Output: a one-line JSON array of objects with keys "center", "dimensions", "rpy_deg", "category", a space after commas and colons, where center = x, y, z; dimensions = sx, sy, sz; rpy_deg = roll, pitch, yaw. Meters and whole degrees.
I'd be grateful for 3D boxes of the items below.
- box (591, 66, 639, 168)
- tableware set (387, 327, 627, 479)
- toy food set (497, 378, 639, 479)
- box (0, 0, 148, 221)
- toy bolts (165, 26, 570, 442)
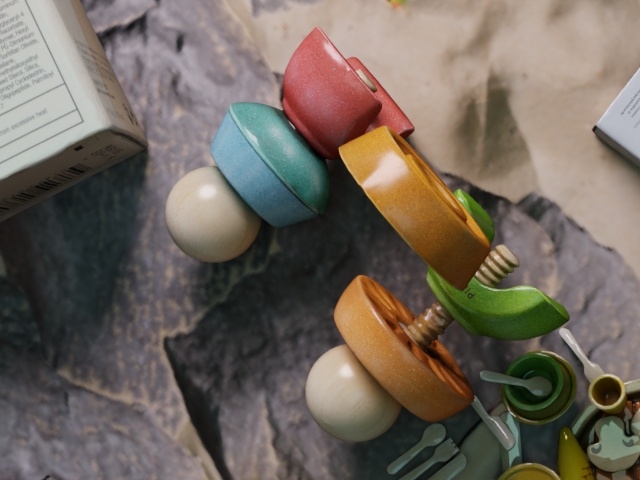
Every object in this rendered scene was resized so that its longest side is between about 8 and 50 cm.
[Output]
[{"center": [0.283, -0.069, 1.008], "dimensions": [0.186, 0.038, 0.145], "rpy_deg": [39, 92, 5], "category": "box"}, {"center": [0.117, 0.128, 1.002], "dimensions": [0.154, 0.024, 0.104], "rpy_deg": [-38, 58, 3], "category": "tableware set"}, {"center": [0.206, 0.150, 1.006], "dimensions": [0.192, 0.038, 0.132], "rpy_deg": [-9, 87, 5], "category": "toy food set"}, {"center": [-0.243, -0.170, 1.023], "dimensions": [0.148, 0.121, 0.311], "rpy_deg": [-25, 85, 4], "category": "box"}, {"center": [0.000, 0.000, 0.965], "dimensions": [0.158, 0.218, 0.228], "rpy_deg": [-41, 66, 9], "category": "toy bolts"}]
